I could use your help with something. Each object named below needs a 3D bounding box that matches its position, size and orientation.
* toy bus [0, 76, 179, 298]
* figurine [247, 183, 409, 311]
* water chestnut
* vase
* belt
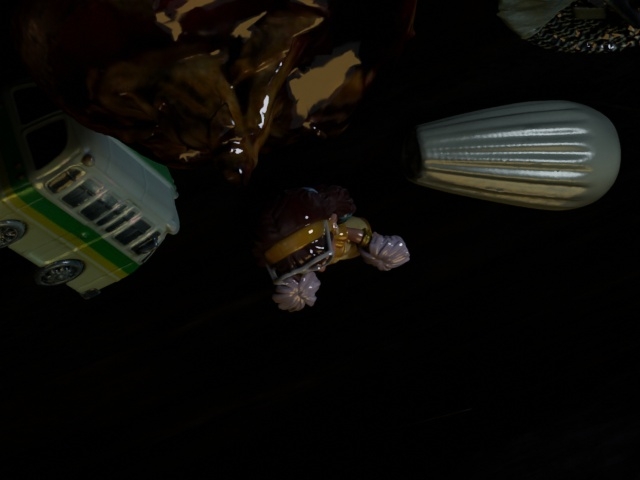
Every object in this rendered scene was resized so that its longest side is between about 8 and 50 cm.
[{"bbox_3d":[-0.248,-0.055,1.806,0.164,0.134,0.276,-25,157,11],"label":"toy bus"},{"bbox_3d":[-0.001,-0.001,2.155,0.174,0.116,0.240,-25,163,18],"label":"figurine"},{"bbox_3d":[-0.079,-0.173,1.432,0.335,0.347,0.335,-8,151,-5],"label":"water chestnut"},{"bbox_3d":[0.215,-0.098,2.111,0.248,0.128,0.128,-1,152,-19],"label":"vase"},{"bbox_3d":[0.256,-0.276,1.710,0.207,0.150,0.257,-19,158,24],"label":"belt"}]
